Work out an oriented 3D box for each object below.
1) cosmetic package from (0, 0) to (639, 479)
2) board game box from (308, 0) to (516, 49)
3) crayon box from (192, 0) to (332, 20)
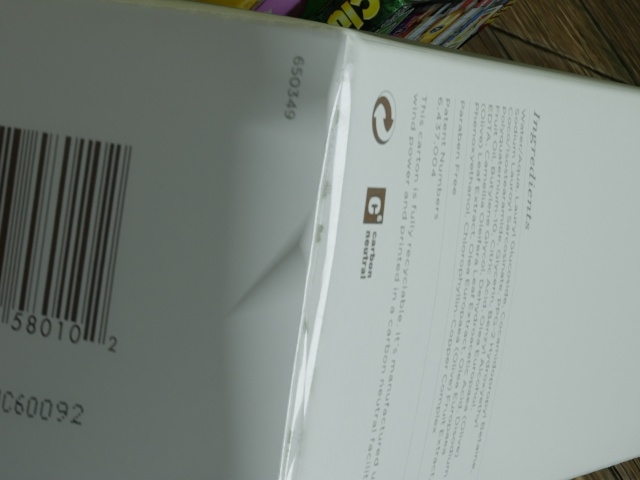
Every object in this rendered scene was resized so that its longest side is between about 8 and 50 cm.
[{"bbox_3d":[0.000,0.000,0.712,0.197,0.155,0.365,10,4,28],"label":"cosmetic package"},{"bbox_3d":[0.027,-0.099,1.059,0.030,0.136,0.259,55,23,4],"label":"board game box"},{"bbox_3d":[-0.065,-0.256,1.075,0.313,0.106,0.363,51,34,4],"label":"crayon box"}]
